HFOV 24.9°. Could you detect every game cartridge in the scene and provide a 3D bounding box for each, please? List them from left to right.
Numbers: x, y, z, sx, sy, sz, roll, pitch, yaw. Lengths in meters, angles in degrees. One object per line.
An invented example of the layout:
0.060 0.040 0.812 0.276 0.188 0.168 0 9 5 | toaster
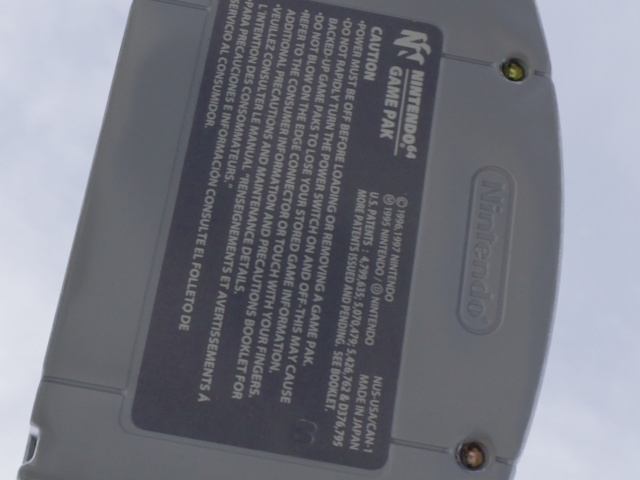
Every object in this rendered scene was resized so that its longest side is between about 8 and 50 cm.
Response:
0.000 0.000 0.596 0.196 0.060 0.294 9 -115 1 | game cartridge
